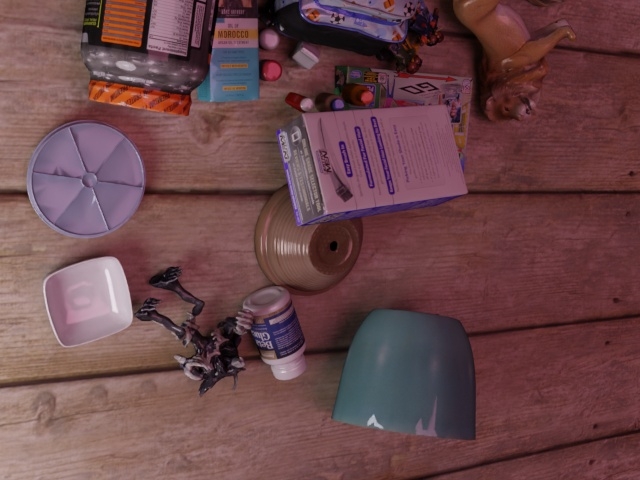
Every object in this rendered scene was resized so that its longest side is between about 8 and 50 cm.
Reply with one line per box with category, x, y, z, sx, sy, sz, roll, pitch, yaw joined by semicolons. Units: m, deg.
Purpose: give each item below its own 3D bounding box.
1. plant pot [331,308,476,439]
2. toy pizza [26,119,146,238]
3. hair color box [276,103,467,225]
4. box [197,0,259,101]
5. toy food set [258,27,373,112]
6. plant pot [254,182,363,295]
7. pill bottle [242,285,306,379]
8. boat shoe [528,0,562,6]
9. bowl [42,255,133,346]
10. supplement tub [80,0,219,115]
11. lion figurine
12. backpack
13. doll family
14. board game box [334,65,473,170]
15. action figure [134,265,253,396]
plant pot;0.181;0.265;1.765;0.293;0.293;0.235;13;81;-33
toy pizza;-0.394;-0.104;1.468;0.201;0.032;0.201;-8;106;-29
hair color box;0.101;-0.144;1.622;0.338;0.110;0.185;-9;83;-35
box;-0.165;-0.370;1.531;0.100;0.060;0.244;-8;106;-30
toy food set;-0.022;-0.295;1.585;0.232;0.104;0.111;34;91;-20
plant pot;0.000;0.000;1.688;0.237;0.109;0.238;-8;105;-31
pill bottle;-0.082;0.182;1.686;0.094;0.094;0.169;-28;115;-23
boat shoe;0.421;-0.574;1.820;0.302;0.098;0.109;17;92;-33
bowl;-0.404;0.099;1.495;0.142;0.053;0.142;-18;111;-27
supplement tub;-0.265;-0.378;1.381;0.207;0.207;0.338;5;99;-32
lion figurine;0.369;-0.434;1.781;0.240;0.142;0.392;-30;116;20
backpack;0.052;-0.488;1.551;0.276;0.213;0.264;8;78;-33
doll family;0.192;-0.405;1.736;0.193;0.076;0.111;-50;116;-16
board game box;0.168;-0.237;1.775;0.317;0.046;0.214;-2;101;-31
action figure;-0.209;0.181;1.585;0.276;0.141;0.164;48;64;-29
